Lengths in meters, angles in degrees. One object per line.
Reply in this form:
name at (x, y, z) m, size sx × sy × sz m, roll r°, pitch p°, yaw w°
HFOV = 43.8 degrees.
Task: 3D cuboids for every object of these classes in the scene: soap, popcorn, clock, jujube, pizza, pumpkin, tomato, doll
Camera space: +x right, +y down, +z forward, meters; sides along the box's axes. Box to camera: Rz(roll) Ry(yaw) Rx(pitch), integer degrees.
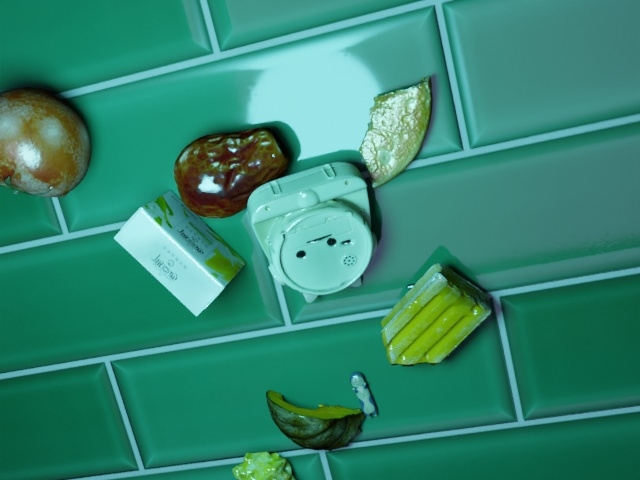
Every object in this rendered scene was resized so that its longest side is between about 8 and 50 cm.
soap at (0.246, 0.189, 1.820) m, size 0.160 × 0.080 × 0.257 m, roll 35°, pitch 116°, yaw -12°
popcorn at (-0.145, 0.612, 2.007) m, size 0.173 × 0.142 × 0.173 m, roll 16°, pitch 129°, yaw 21°
clock at (0.000, 0.000, 1.772) m, size 0.265 × 0.108 × 0.324 m, roll -20°, pitch 121°, yaw -3°
jujube at (-0.199, -0.158, 1.778) m, size 0.255 × 0.190 × 0.190 m, roll -26°, pitch 99°, yaw 8°
pizza at (0.164, -0.238, 1.747) m, size 0.134 × 0.056 × 0.271 m, roll 16°, pitch 109°, yaw 3°
pumpkin at (-0.028, 0.463, 1.933) m, size 0.254 × 0.149 × 0.130 m, roll 13°, pitch 99°, yaw 6°
tomato at (-0.653, -0.222, 1.800) m, size 0.265 × 0.265 × 0.265 m, roll 3°, pitch 106°, yaw 10°
doll at (0.105, 0.377, 1.943) m, size 0.037 × 0.027 × 0.125 m, roll -23°, pitch 100°, yaw 3°

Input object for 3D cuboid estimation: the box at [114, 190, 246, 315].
box at (-0.317, 0.025, 1.835) m, size 0.111 × 0.194 × 0.260 m, roll -43°, pitch 95°, yaw 18°

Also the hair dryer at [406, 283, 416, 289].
hair dryer at (0.240, 0.108, 1.846) m, size 0.083 × 0.026 × 0.047 m, roll -7°, pitch 103°, yaw 16°
